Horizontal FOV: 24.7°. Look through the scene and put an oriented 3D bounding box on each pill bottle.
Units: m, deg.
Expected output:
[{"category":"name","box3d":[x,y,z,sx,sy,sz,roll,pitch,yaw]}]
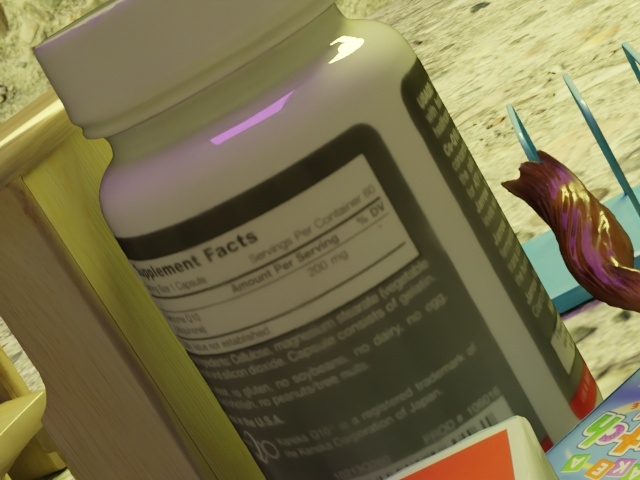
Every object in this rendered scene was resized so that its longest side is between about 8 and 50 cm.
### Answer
[{"category":"pill bottle","box3d":[0.000,0.000,0.676,0.161,0.283,0.161,-28,14,8]}]

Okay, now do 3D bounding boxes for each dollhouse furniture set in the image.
[{"category":"dollhouse furniture set","box3d":[-0.213,0.096,0.840,0.394,0.256,0.362,-22,16,31]}]

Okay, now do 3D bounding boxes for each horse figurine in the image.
[{"category":"horse figurine","box3d":[0.200,-0.032,0.600,0.263,0.066,0.174,-27,36,30]}]

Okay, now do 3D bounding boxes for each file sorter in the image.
[{"category":"file sorter","box3d":[0.138,-0.030,0.873,0.170,0.104,0.118,-28,13,11]}]

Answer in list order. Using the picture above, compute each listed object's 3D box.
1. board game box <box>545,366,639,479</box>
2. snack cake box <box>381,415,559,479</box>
[{"category":"board game box","box3d":[0.202,0.052,0.587,0.211,0.039,0.160,-36,14,-25]},{"category":"snack cake box","box3d":[-0.023,0.180,0.501,0.264,0.089,0.152,-28,13,12]}]
